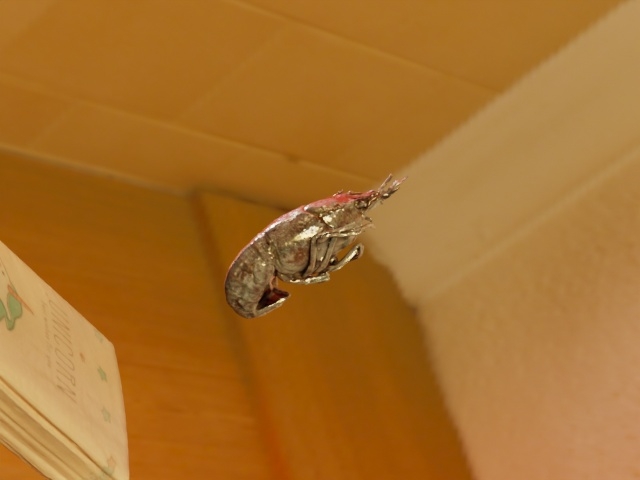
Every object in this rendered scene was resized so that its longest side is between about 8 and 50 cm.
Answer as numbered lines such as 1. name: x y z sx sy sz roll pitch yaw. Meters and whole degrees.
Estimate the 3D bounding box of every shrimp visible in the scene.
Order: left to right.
1. shrimp: 0.000 0.000 1.450 0.165 0.065 0.056 -27 -141 -11

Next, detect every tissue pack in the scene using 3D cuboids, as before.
1. tissue pack: -0.275 0.080 1.642 0.071 0.325 0.170 -27 -133 13
